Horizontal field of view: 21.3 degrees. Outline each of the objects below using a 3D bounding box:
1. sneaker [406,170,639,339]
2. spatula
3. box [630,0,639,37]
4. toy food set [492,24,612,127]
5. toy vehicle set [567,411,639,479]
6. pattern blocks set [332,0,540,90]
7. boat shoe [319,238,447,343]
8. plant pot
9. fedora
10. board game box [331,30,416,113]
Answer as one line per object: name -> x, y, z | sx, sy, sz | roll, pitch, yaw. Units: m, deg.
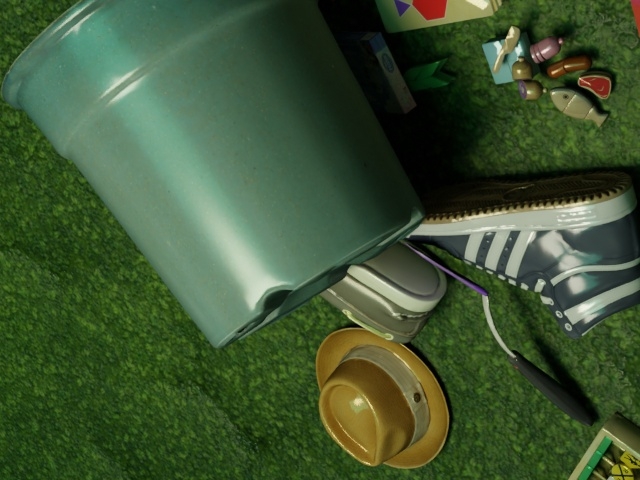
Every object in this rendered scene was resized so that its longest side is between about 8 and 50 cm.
sneaker -> 0.208, 0.019, 1.756 | 0.282, 0.099, 0.153 | -4, 115, 39
spatula -> 0.196, 0.100, 1.817 | 0.296, 0.030, 0.084 | 48, 178, -18
box -> 0.351, -0.188, 1.440 | 0.123, 0.128, 0.257 | 10, 142, 33
toy food set -> 0.231, -0.160, 1.655 | 0.122, 0.019, 0.078 | 23, 125, 1
toy vehicle set -> 0.335, 0.329, 1.895 | 0.166, 0.035, 0.267 | 36, 133, 15
pattern blocks set -> 0.098, -0.302, 1.688 | 0.285, 0.026, 0.325 | 5, 119, 36
boat shoe -> -0.002, 0.002, 1.901 | 0.305, 0.109, 0.091 | 36, 132, 13
plant pot -> -0.085, -0.096, 1.710 | 0.341, 0.341, 0.334 | -38, 83, 45
fedora -> 0.057, 0.198, 1.999 | 0.194, 0.079, 0.194 | 20, 128, 27
board game box -> 0.050, -0.176, 1.781 | 0.090, 0.020, 0.090 | 12, 137, 56
